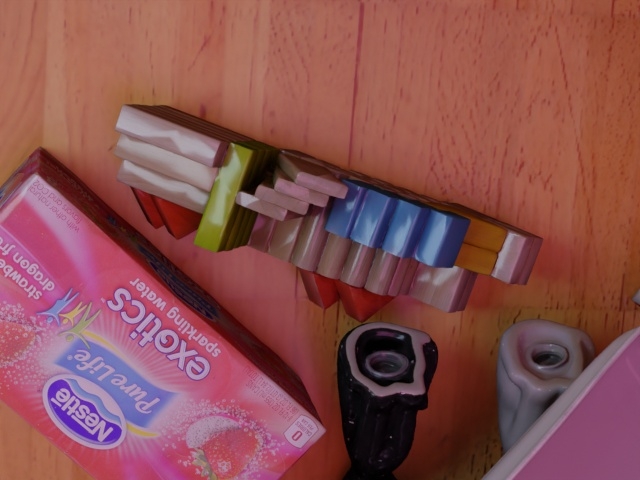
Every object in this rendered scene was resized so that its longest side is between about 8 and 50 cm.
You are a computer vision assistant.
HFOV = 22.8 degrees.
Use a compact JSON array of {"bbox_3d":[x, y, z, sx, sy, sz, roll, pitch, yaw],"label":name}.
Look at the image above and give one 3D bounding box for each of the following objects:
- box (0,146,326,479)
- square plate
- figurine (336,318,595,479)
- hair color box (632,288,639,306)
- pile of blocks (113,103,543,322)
[{"bbox_3d":[-0.159,0.087,1.239,0.300,0.142,0.154,44,93,-14],"label":"box"},{"bbox_3d":[0.200,0.258,1.291,0.347,0.049,0.344,-46,134,-3],"label":"square plate"},{"bbox_3d":[0.113,0.169,1.317,0.214,0.092,0.209,-1,129,-10],"label":"figurine"},{"bbox_3d":[0.316,0.048,1.309,0.043,0.141,0.072,36,94,-14],"label":"hair color box"},{"bbox_3d":[0.000,0.000,1.245,0.362,0.149,0.113,18,99,-12],"label":"pile of blocks"}]
